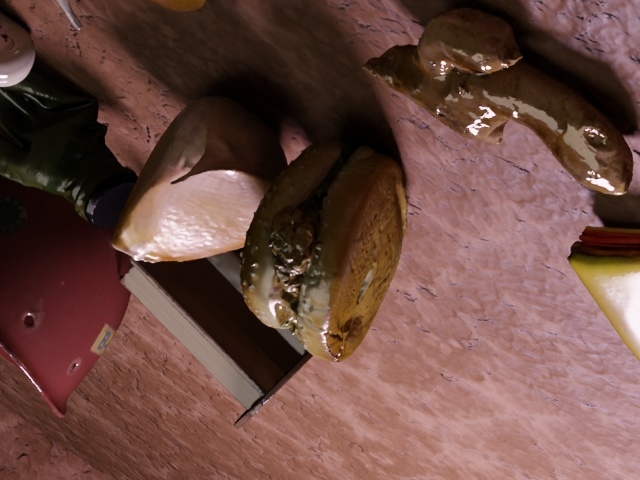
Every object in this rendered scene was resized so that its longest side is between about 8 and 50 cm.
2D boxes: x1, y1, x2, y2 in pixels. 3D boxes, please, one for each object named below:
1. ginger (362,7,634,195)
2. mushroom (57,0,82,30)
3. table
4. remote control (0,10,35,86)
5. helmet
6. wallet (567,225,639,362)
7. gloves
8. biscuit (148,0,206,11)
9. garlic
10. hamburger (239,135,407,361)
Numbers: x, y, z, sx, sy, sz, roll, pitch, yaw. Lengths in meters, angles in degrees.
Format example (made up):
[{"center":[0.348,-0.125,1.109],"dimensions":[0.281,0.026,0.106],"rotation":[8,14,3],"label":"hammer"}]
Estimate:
[{"center":[0.143,-0.102,1.258],"dimensions":[0.214,0.059,0.133],"rotation":[36,150,-4],"label":"ginger"},{"center":[-0.302,-0.310,1.526],"dimensions":[0.306,0.043,0.068],"rotation":[48,173,-30],"label":"mushroom"},{"center":[-0.116,0.080,1.904],"dimensions":[0.226,0.167,0.167],"rotation":[45,158,1],"label":"table"},{"center":[-0.399,-0.244,1.743],"dimensions":[0.221,0.078,0.042],"rotation":[36,146,1],"label":"remote control"},{"center":[-0.354,0.022,2.012],"dimensions":[0.337,0.230,0.385],"rotation":[44,171,5],"label":"helmet"},{"center":[0.316,0.085,1.364],"dimensions":[0.141,0.067,0.241],"rotation":[2,140,52],"label":"wallet"},{"center":[-0.303,-0.115,1.812],"dimensions":[0.268,0.135,0.107],"rotation":[42,-174,16],"label":"gloves"},{"center":[-0.157,-0.275,1.383],"dimensions":[0.180,0.039,0.236],"rotation":[26,158,22],"label":"biscuit"},{"center":[-0.111,-0.058,1.582],"dimensions":[0.145,0.164,0.245],"rotation":[53,153,4],"label":"garlic"},{"center":[0.000,0.000,1.489],"dimensions":[0.122,0.189,0.215],"rotation":[22,167,15],"label":"hamburger"}]
